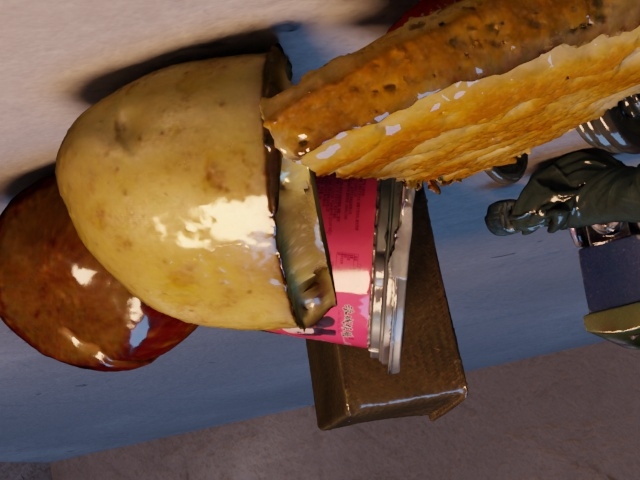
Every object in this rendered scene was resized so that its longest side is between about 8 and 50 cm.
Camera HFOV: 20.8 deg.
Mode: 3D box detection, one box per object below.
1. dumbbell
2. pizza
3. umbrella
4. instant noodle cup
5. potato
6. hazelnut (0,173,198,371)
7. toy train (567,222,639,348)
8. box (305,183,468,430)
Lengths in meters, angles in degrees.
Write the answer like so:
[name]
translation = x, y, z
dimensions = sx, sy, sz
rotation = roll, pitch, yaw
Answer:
[dumbbell]
translation = 0.214, -0.107, 1.656
dimensions = 0.254, 0.110, 0.110
rotation = -21, 164, 39
[pizza]
translation = 0.133, -0.134, 1.445
dimensions = 0.439, 0.130, 0.406
rotation = -19, 171, -13
[umbrella]
translation = 0.328, -0.060, 2.015
dimensions = 0.143, 0.094, 0.348
rotation = 1, 172, -42
[instant noodle cup]
translation = 0.000, 0.000, 1.758
dimensions = 0.181, 0.258, 0.302
rotation = 4, 135, 3
[potato]
translation = -0.107, -0.039, 1.497
dimensions = 0.242, 0.243, 0.285
rotation = -11, 156, 5
[hazelnut]
translation = -0.212, 0.014, 1.737
dimensions = 0.233, 0.218, 0.218
rotation = 20, 173, 12
[toy train]
translation = 0.406, 0.039, 2.304
dimensions = 0.131, 0.202, 0.299
rotation = -13, 168, 19
[box]
translation = 0.058, 0.075, 2.011
dimensions = 0.143, 0.273, 0.184
rotation = -8, 168, -11
